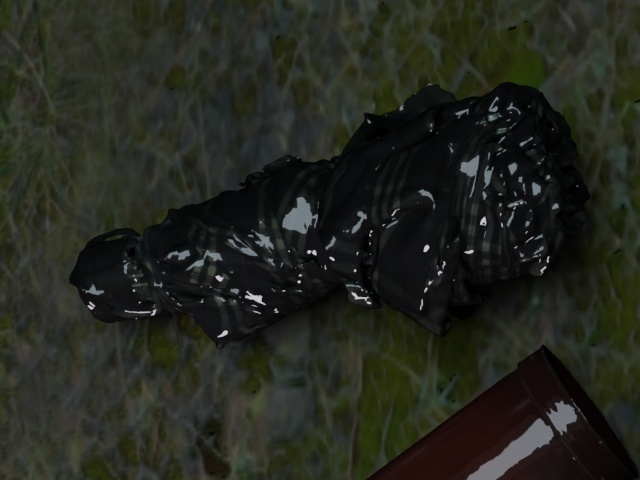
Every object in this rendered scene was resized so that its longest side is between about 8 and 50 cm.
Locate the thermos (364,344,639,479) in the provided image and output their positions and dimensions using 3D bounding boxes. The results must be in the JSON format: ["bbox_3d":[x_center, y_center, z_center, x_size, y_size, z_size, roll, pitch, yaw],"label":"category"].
[{"bbox_3d":[0.065,0.164,1.140,0.232,0.099,0.124,-37,29,10],"label":"thermos"}]

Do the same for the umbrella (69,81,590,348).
[{"bbox_3d":[0.003,0.010,1.195,0.336,0.128,0.154,-25,52,20],"label":"umbrella"}]
